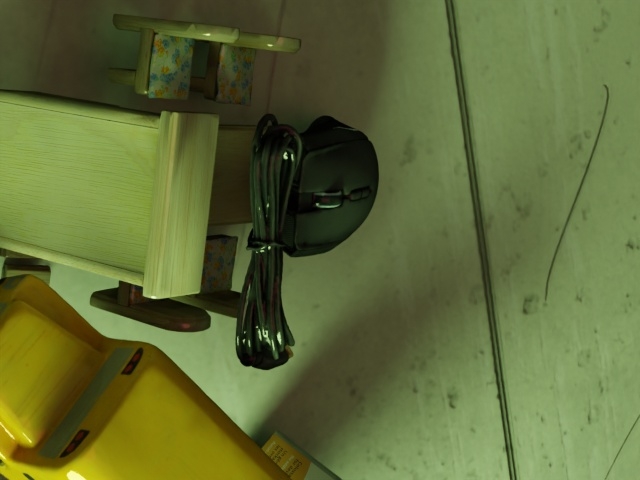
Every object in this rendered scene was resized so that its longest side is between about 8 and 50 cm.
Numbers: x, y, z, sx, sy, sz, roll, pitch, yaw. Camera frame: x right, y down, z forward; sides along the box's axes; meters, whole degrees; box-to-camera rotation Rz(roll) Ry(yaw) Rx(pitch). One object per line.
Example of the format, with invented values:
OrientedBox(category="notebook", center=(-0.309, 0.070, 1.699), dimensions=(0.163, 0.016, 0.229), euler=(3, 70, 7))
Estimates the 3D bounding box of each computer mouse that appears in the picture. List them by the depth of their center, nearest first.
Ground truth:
OrientedBox(category="computer mouse", center=(0.000, 0.000, 0.856), dimensions=(0.262, 0.060, 0.184), euler=(-26, 124, -77))

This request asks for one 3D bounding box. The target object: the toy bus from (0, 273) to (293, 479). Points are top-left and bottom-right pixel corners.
OrientedBox(category="toy bus", center=(-0.108, 0.167, 0.773), dimensions=(0.332, 0.130, 0.108), euler=(50, 60, -27))

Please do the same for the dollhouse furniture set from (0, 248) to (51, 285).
OrientedBox(category="dollhouse furniture set", center=(-0.244, 0.066, 0.781), dimensions=(0.161, 0.101, 0.181), euler=(1, 101, -34))

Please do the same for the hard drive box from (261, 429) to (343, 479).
OrientedBox(category="hard drive box", center=(0.002, 0.293, 0.913), dimensions=(0.181, 0.232, 0.089), euler=(-50, 144, -14))

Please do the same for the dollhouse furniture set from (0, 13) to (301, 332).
OrientedBox(category="dollhouse furniture set", center=(-0.087, -0.040, 0.779), dimensions=(0.242, 0.161, 0.212), euler=(-7, 106, -56))
